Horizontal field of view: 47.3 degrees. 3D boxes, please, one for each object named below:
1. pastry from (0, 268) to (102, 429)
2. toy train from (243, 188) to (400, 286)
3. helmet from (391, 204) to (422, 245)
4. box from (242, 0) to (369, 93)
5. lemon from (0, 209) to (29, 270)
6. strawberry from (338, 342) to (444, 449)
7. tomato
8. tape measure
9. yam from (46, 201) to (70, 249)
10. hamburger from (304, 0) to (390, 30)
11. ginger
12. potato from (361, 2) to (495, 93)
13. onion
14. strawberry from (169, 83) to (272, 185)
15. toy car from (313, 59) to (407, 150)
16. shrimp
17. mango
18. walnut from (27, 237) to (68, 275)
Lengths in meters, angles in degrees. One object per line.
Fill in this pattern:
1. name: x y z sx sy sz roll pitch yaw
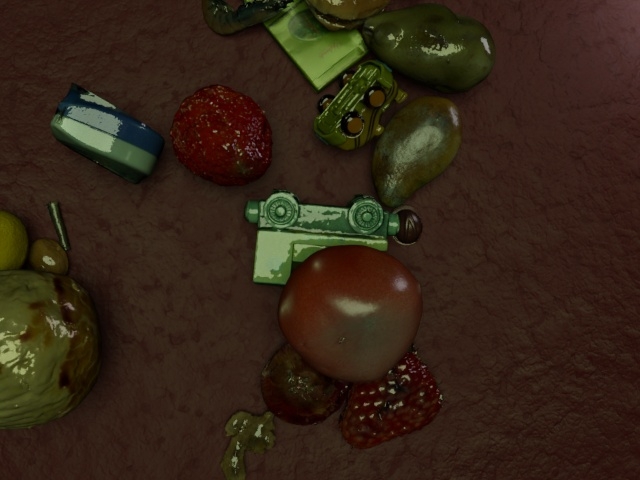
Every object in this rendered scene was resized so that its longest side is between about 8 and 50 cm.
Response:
1. pastry: -0.671 0.243 1.707 0.313 0.388 0.388 -17 89 -14
2. toy train: 0.000 0.000 1.861 0.398 0.160 0.253 5 96 -4
3. helmet: 0.227 -0.042 1.919 0.089 0.057 0.111 -10 88 -1
4. box: -0.040 -0.575 1.932 0.187 0.047 0.335 -39 89 -4
5. lemon: -0.811 0.017 1.797 0.179 0.178 0.202 1 74 -3
6. strawberry: 0.169 0.391 1.854 0.281 0.150 0.253 -19 91 -6
7. tomato: 0.070 0.182 1.699 0.342 0.272 0.341 -1 109 -4
8. tape measure: -0.519 -0.249 1.792 0.262 0.259 0.138 30 87 -6
9. yam: -0.675 -0.035 1.882 0.033 0.027 0.129 -15 89 -42
10. hamburger: 0.051 -0.684 1.863 0.260 0.144 0.283 -35 84 -23
11. ginger: -0.184 0.529 1.872 0.133 0.059 0.213 7 86 1
12. potato: 0.273 -0.492 1.860 0.351 0.202 0.218 11 52 -10
13. onion: -0.032 0.357 1.837 0.230 0.163 0.229 1 83 -10
14. strawberry: -0.231 -0.240 1.788 0.258 0.277 0.257 -12 122 -20
15. toy car: 0.105 -0.332 1.868 0.142 0.200 0.248 35 102 -31
16. shrimp: -0.198 -0.645 1.874 0.262 0.051 0.197 -9 101 25
17. mango: 0.241 -0.231 1.887 0.193 0.146 0.316 34 91 4
18. walnut: -0.699 0.048 1.859 0.091 0.052 0.121 -43 88 8
